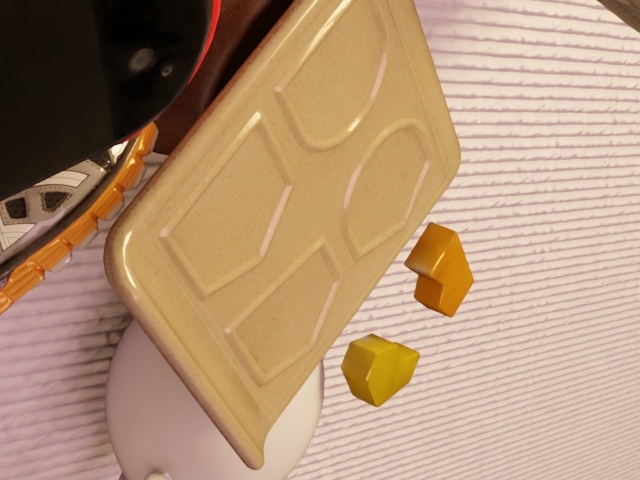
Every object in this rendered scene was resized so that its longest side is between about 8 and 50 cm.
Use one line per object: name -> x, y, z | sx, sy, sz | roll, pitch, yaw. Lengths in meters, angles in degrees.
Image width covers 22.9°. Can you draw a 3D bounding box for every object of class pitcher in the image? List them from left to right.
pitcher -> -0.080, 0.129, 0.930 | 0.207, 0.125, 0.178 | 111, 6, -47

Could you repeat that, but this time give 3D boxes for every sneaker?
sneaker -> -0.155, -0.013, 0.692 | 0.215, 0.084, 0.083 | -47, 110, -12

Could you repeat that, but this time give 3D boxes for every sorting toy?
sorting toy -> 0.000, 0.000, 0.817 | 0.229, 0.041, 0.307 | -57, 151, -19

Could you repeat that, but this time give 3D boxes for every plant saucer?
plant saucer -> -0.024, -0.103, 0.792 | 0.168, 0.029, 0.168 | -45, 163, -18

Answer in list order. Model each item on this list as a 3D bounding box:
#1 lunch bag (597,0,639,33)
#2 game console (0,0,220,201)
lunch bag -> 0.189, -0.248, 0.796 | 0.235, 0.169, 0.287 | -50, 158, 5
game console -> -0.191, -0.125, 0.482 | 0.342, 0.060, 0.386 | -27, 143, -20
